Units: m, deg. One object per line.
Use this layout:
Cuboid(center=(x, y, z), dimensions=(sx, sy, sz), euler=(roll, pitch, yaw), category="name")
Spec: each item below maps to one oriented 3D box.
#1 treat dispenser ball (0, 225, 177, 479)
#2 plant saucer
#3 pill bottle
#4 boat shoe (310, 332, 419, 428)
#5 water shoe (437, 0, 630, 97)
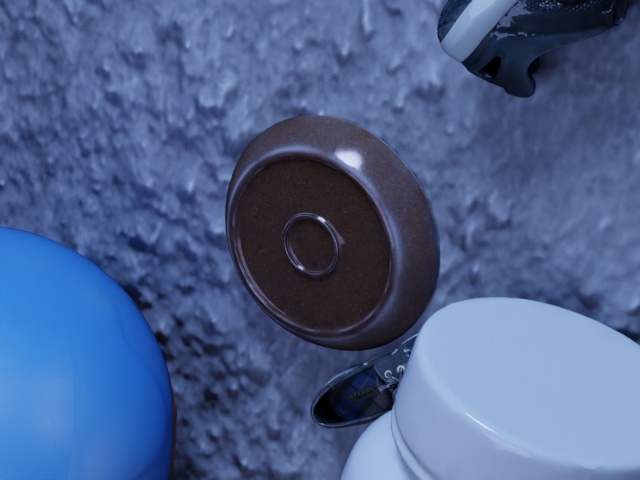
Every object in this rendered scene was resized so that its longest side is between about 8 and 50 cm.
Cuboid(center=(-0.244, 0.132, 1.319), dimensions=(0.288, 0.288, 0.288), euler=(12, 114, 29), category="treat dispenser ball")
Cuboid(center=(0.000, 0.000, 1.271), dimensions=(0.168, 0.029, 0.168), euler=(12, 114, 28), category="plant saucer")
Cuboid(center=(0.092, 0.230, 1.189), dimensions=(0.204, 0.204, 0.361), euler=(29, 122, 21), category="pill bottle")
Cuboid(center=(0.052, 0.095, 1.265), dimensions=(0.142, 0.040, 0.049), euler=(-28, 91, 37), category="boat shoe")
Cuboid(center=(0.156, -0.166, 1.095), dimensions=(0.080, 0.073, 0.203), euler=(36, 127, -15), category="water shoe")
